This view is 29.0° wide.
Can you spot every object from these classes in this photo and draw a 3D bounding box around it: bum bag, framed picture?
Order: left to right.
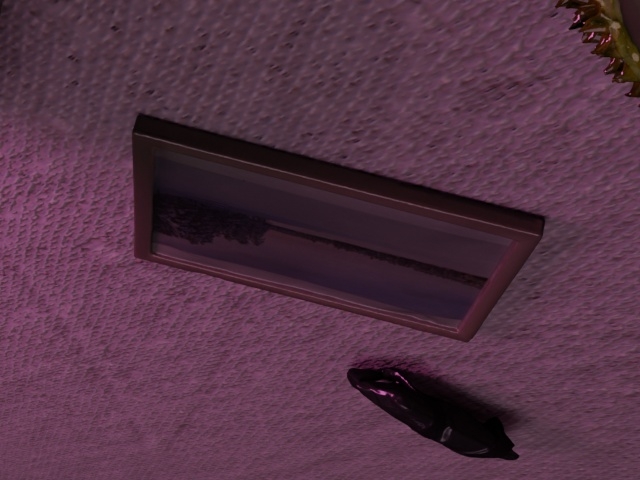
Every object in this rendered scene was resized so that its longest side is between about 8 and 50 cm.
[{"bbox_3d":[0.000,0.000,0.935,0.289,0.016,0.213,14,154,-2],"label":"framed picture"},{"bbox_3d":[0.112,0.166,1.177,0.198,0.049,0.087,30,173,-31],"label":"bum bag"}]

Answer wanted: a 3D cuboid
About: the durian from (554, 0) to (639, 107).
[{"bbox_3d":[0.161,-0.124,0.580,0.215,0.086,0.100,27,117,-32],"label":"durian"}]
